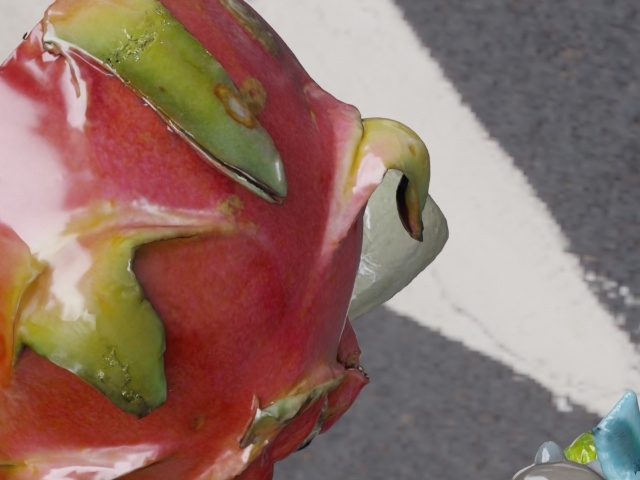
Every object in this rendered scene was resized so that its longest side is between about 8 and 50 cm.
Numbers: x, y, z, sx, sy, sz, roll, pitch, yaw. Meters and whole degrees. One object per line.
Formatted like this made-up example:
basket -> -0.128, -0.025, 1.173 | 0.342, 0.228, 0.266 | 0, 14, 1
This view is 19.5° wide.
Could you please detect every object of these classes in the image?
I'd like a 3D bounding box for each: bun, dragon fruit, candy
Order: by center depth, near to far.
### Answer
dragon fruit -> -0.075, 0.018, 0.980 | 0.226, 0.305, 0.305 | 37, 118, 5
bun -> 0.000, 0.000, 1.350 | 0.113, 0.173, 0.166 | 57, 175, -6
candy -> 0.220, 0.241, 1.697 | 0.058, 0.194, 0.062 | 13, 125, 29

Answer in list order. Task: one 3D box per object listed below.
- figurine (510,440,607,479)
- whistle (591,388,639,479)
figurine -> 0.045, 0.287, 1.181 | 0.203, 0.381, 0.248 | -168, 64, -79
whistle -> 0.235, 0.154, 0.940 | 0.186, 0.093, 0.274 | 18, 135, 44
